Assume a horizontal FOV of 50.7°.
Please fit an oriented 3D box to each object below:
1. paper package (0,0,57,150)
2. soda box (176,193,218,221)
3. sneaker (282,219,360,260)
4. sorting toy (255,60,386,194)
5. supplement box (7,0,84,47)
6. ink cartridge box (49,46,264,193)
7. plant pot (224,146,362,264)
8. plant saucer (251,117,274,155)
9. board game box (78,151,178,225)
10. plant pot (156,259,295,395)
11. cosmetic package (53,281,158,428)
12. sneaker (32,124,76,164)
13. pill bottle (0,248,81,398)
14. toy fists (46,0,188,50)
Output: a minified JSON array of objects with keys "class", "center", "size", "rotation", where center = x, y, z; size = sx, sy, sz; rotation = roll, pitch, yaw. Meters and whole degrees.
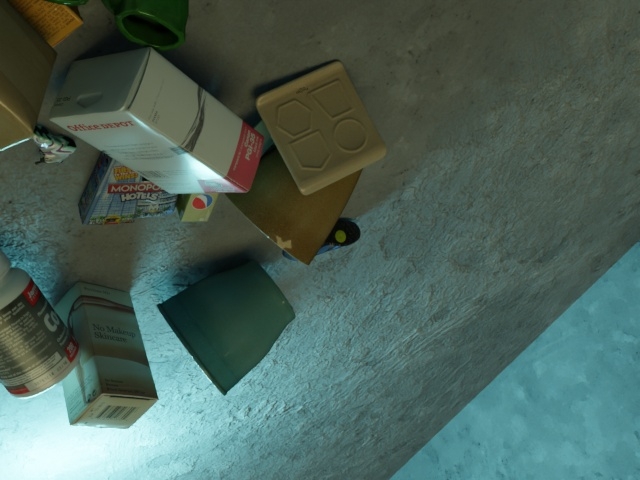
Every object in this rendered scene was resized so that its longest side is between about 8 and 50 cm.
[{"class":"paper package","center":[-0.556,-0.241,0.835],"size":[0.310,0.168,0.325],"rotation":[-17,142,18]},{"class":"soda box","center":[-0.239,-0.121,1.373],"size":[0.061,0.058,0.181],"rotation":[0,138,-33]},{"class":"sneaker","center":[0.000,0.000,1.689],"size":[0.209,0.069,0.082],"rotation":[-18,178,-27]},{"class":"sorting toy","center":[0.001,-0.216,1.298],"size":[0.193,0.208,0.038],"rotation":[-27,-178,-12]},{"class":"supplement box","center":[-0.435,-0.367,0.914],"size":[0.080,0.078,0.233],"rotation":[-35,144,13]},{"class":"ink cartridge box","center":[-0.264,-0.187,1.126],"size":[0.207,0.117,0.283],"rotation":[3,160,36]},{"class":"plant pot","center":[-0.030,-0.120,1.395],"size":[0.254,0.237,0.237],"rotation":[-48,143,2]},{"class":"plant saucer","center":[-0.114,-0.209,1.321],"size":[0.192,0.018,0.067],"rotation":[-48,145,-5]},{"class":"board game box","center":[-0.356,-0.120,1.298],"size":[0.194,0.060,0.194],"rotation":[-5,141,-28]},{"class":"plant pot","center":[-0.212,0.188,1.634],"size":[0.255,0.271,0.271],"rotation":[-37,147,-11]},{"class":"cosmetic package","center":[-0.482,0.253,1.491],"size":[0.129,0.296,0.153],"rotation":[-44,143,22]},{"class":"sneaker","center":[-0.486,-0.160,1.181],"size":[0.069,0.038,0.098],"rotation":[-42,142,20]},{"class":"pill bottle","center":[-0.612,0.156,1.322],"size":[0.161,0.161,0.283],"rotation":[-25,118,-2]},{"class":"toy fists","center":[-0.303,-0.376,0.936],"size":[0.096,0.142,0.279],"rotation":[-16,157,41]}]
